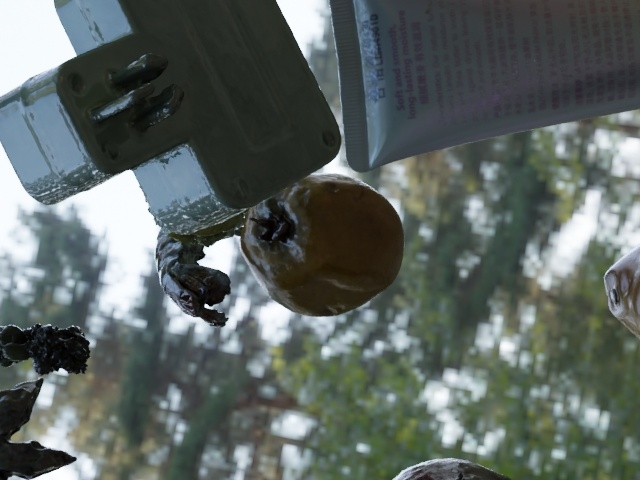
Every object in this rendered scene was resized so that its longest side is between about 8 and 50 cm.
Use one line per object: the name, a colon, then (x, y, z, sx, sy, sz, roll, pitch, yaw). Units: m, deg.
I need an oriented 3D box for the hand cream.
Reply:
hand cream: (0.192, -0.172, 1.537, 0.118, 0.358, 0.186, -112, 16, -82)

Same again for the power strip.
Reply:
power strip: (-0.110, -0.125, 1.286, 0.261, 0.141, 0.229, -31, -83, -47)

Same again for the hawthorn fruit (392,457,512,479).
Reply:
hawthorn fruit: (0.128, 0.436, 1.911, 0.369, 0.284, 0.285, -52, -24, -4)

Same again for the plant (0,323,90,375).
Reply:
plant: (-0.415, 0.156, 2.437, 0.087, 0.174, 0.085, 67, -148, -54)

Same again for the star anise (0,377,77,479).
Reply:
star anise: (-0.389, 0.217, 1.778, 0.230, 0.262, 0.081, -45, -5, -9)

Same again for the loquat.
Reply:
loquat: (0.000, 0.000, 2.074, 0.234, 0.176, 0.187, 19, -59, -42)

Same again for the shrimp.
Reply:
shrimp: (-0.130, -0.057, 2.187, 0.410, 0.166, 0.221, -63, -21, -45)

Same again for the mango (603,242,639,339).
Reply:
mango: (0.365, 0.016, 1.390, 0.236, 0.136, 0.166, -30, -9, -22)

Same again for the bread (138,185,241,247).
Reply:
bread: (-0.125, -0.085, 1.698, 0.110, 0.103, 0.156, -56, 44, 41)
